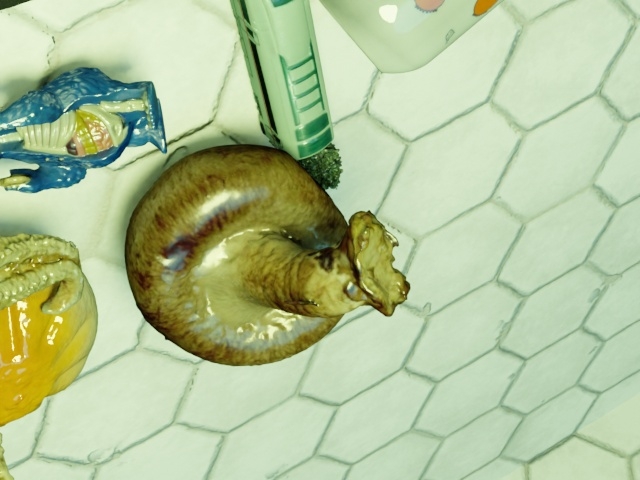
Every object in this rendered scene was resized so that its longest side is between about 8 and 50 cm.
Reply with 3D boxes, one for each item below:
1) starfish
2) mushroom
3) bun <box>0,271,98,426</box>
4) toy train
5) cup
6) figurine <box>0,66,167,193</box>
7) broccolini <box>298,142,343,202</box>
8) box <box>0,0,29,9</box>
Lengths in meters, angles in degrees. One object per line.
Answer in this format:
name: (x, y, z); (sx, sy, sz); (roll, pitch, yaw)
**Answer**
starfish: (-0.423, 0.137, 1.364); (0.082, 0.432, 0.324); (-5, 142, 31)
mushroom: (-0.075, 0.053, 1.632); (0.334, 0.356, 0.331); (-33, 146, -2)
bun: (-0.428, 0.151, 1.607); (0.299, 0.165, 0.299); (-22, 142, -19)
toy train: (-0.053, -0.266, 1.524); (0.086, 0.088, 0.407); (-28, 143, -12)
cup: (0.149, -0.362, 1.481); (0.317, 0.212, 0.212); (-41, 145, 6)
figurine: (-0.311, -0.137, 1.435); (0.262, 0.120, 0.164); (-7, 149, -18)
broccolini: (-0.004, 0.003, 1.881); (0.079, 0.074, 0.392); (-18, 140, -15)
box: (-0.330, -0.314, 1.197); (0.201, 0.042, 0.212); (-13, 146, 18)
